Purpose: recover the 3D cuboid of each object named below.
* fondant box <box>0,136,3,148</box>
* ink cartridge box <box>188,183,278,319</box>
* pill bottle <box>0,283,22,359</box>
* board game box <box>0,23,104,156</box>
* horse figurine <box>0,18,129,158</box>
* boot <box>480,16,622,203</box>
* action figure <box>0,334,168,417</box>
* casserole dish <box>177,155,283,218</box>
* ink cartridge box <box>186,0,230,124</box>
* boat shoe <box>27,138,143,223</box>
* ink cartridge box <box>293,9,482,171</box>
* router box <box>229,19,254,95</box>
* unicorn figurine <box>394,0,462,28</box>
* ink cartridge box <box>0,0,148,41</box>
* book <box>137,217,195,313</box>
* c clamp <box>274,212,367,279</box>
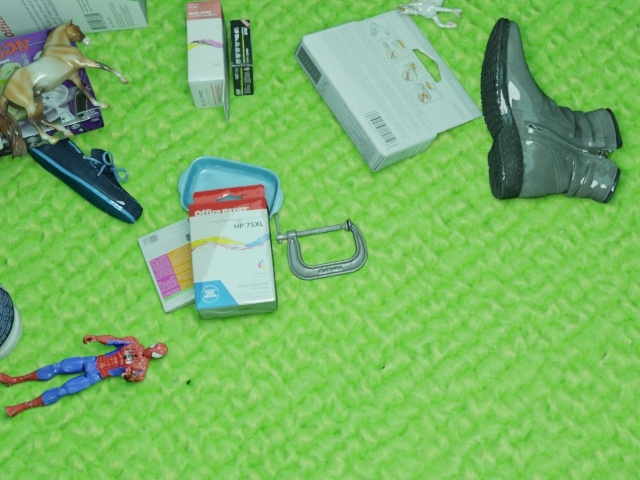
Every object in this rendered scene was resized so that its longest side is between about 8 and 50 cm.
[{"bbox_3d":[-0.693,-0.281,1.708,0.238,0.096,0.330,-17,68,-13],"label":"fondant box"},{"bbox_3d":[-0.149,0.007,1.716,0.134,0.078,0.231,-7,73,-1],"label":"ink cartridge box"},{"bbox_3d":[-0.582,0.114,1.641,0.153,0.264,0.153,-1,72,3],"label":"pill bottle"},{"bbox_3d":[-0.576,-0.244,1.780,0.347,0.056,0.208,-19,66,-14],"label":"board game box"},{"bbox_3d":[-0.458,-0.260,1.740,0.174,0.066,0.263,41,66,6],"label":"horse figurine"},{"bbox_3d":[0.406,-0.226,1.799,0.223,0.118,0.338,-1,81,-5],"label":"boot"},{"bbox_3d":[-0.391,0.210,1.675,0.280,0.139,0.091,-16,74,-5],"label":"action figure"},{"bbox_3d":[-0.157,-0.082,1.803,0.188,0.037,0.114,12,74,7],"label":"casserole dish"},{"bbox_3d":[-0.201,-0.316,1.835,0.067,0.115,0.198,-4,72,0],"label":"ink cartridge box"},{"bbox_3d":[-0.406,-0.130,1.793,0.258,0.109,0.089,37,71,11],"label":"boat shoe"},{"bbox_3d":[0.122,-0.280,1.844,0.239,0.060,0.275,-23,72,-31],"label":"ink cartridge box"},{"bbox_3d":[-0.141,-0.327,1.833,0.038,0.122,0.092,-3,73,-3],"label":"router box"},{"bbox_3d":[0.214,-0.444,1.895,0.111,0.060,0.162,23,59,9],"label":"unicorn figurine"},{"bbox_3d":[-0.476,-0.469,1.843,0.289,0.211,0.121,-6,73,0],"label":"ink cartridge box"},{"bbox_3d":[-0.249,0.044,1.771,0.096,0.035,0.144,-22,73,-1],"label":"book"},{"bbox_3d":[0.000,0.000,1.779,0.161,0.022,0.137,-4,73,1],"label":"c clamp"}]
